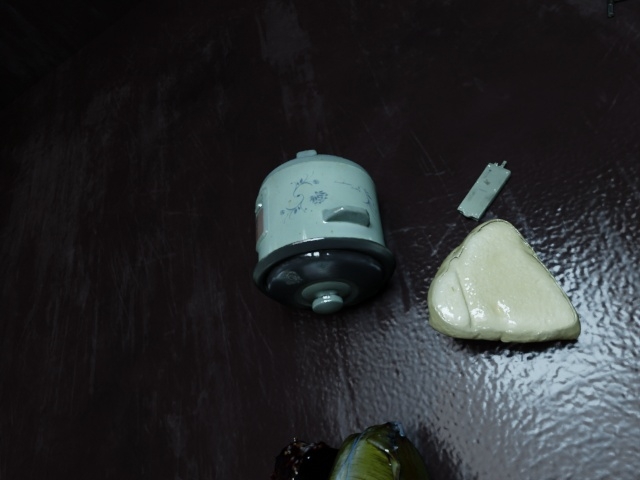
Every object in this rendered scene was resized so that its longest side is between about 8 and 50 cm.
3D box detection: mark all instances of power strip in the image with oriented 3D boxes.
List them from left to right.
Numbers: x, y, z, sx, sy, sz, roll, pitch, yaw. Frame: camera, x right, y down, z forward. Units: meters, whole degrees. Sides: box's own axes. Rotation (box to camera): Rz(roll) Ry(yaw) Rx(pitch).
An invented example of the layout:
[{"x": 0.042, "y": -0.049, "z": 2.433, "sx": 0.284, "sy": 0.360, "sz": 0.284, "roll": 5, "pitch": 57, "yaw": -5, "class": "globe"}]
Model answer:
[{"x": 0.326, "y": -0.100, "z": 0.837, "sx": 0.051, "sy": 0.019, "sz": 0.136, "roll": 33, "pitch": 87, "yaw": 37, "class": "power strip"}]

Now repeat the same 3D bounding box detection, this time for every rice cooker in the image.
[{"x": 0.000, "y": 0.000, "z": 0.834, "sx": 0.317, "sy": 0.264, "sz": 0.316, "roll": -172, "pitch": 90, "yaw": -68, "class": "rice cooker"}]

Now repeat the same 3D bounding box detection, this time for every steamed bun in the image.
[{"x": 0.276, "y": 0.091, "z": 0.722, "sx": 0.213, "sy": 0.110, "sz": 0.231, "roll": -16, "pitch": 56, "yaw": -3, "class": "steamed bun"}]

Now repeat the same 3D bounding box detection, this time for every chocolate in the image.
[{"x": -0.025, "y": 0.414, "z": 0.759, "sx": 0.133, "sy": 0.156, "sz": 0.156, "roll": 2, "pitch": 66, "yaw": 62, "class": "chocolate"}]

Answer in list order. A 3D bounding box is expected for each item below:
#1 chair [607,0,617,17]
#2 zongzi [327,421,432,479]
[{"x": 0.620, "y": -0.592, "z": 0.814, "sx": 0.141, "sy": 0.154, "sz": 0.260, "roll": 0, "pitch": 72, "yaw": 29, "class": "chair"}, {"x": 0.148, "y": 0.387, "z": 0.492, "sx": 0.432, "sy": 0.208, "sz": 0.403, "roll": -31, "pitch": 16, "yaw": 36, "class": "zongzi"}]
